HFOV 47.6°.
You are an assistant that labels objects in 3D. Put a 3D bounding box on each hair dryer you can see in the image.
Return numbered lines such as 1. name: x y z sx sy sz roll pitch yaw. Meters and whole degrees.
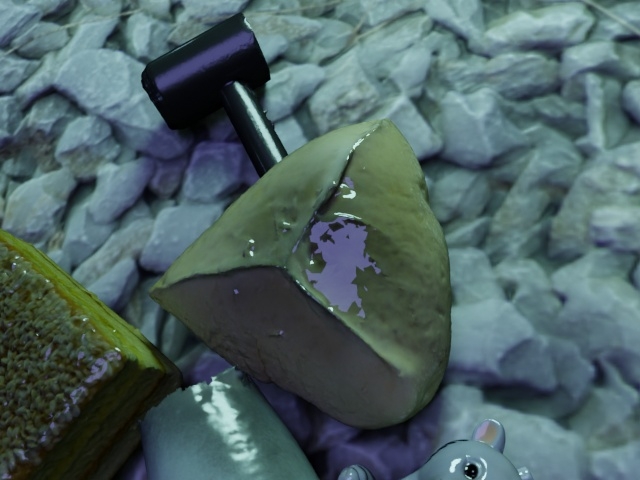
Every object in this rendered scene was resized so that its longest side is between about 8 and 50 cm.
1. hair dryer: -0.070 -0.085 0.653 0.114 0.070 0.248 -28 68 2

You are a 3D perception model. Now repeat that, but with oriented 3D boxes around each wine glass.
1. wine glass: -0.044 0.190 0.467 0.111 0.111 0.204 -30 59 2

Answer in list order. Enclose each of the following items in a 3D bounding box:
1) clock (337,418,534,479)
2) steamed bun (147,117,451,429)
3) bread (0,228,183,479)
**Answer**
1. clock: 0.091 0.205 0.434 0.117 0.080 0.176 -22 58 6
2. steamed bun: 0.009 0.027 0.520 0.231 0.110 0.212 -43 69 1
3. bread: -0.247 0.110 0.580 0.234 0.110 0.184 33 81 31
